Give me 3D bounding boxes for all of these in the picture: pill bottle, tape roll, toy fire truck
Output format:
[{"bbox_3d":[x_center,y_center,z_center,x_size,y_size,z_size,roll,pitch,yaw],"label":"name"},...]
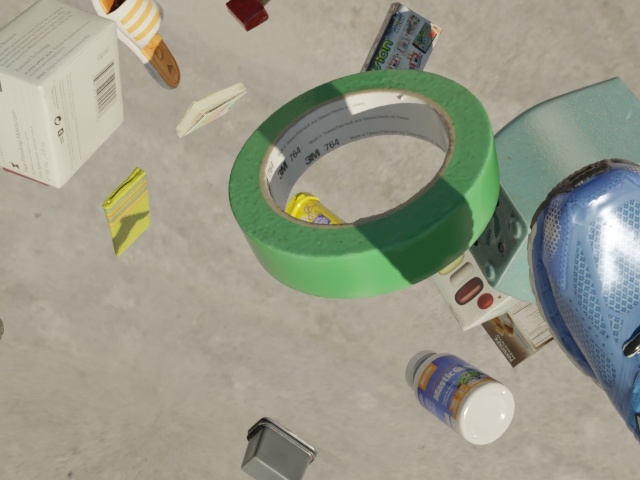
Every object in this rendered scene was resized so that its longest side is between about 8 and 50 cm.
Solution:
[{"bbox_3d":[0.315,0.356,1.752,0.152,0.272,0.152,-6,105,-25],"label":"pill bottle"},{"bbox_3d":[0.051,-0.079,0.896,0.321,0.077,0.321,-11,45,12],"label":"tape roll"},{"bbox_3d":[-0.052,-0.393,1.037,0.192,0.135,0.047,-39,76,-7],"label":"toy fire truck"}]

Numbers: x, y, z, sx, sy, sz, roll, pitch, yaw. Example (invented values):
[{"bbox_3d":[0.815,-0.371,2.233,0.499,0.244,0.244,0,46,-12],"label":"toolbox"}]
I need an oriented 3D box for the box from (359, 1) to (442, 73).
[{"bbox_3d":[0.152,-0.359,1.499,0.114,0.036,0.207,24,95,-22],"label":"box"}]

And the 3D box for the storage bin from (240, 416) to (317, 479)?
[{"bbox_3d":[-0.089,0.423,1.418,0.135,0.098,0.091,38,35,-9],"label":"storage bin"}]

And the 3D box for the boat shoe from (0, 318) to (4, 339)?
[{"bbox_3d":[-0.825,0.260,1.575,0.112,0.095,0.335,43,51,4],"label":"boat shoe"}]

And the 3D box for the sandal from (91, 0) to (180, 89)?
[{"bbox_3d":[-0.297,-0.373,1.292,0.076,0.265,0.102,-10,57,21],"label":"sandal"}]

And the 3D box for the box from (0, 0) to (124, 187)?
[{"bbox_3d":[-0.374,-0.206,1.032,0.119,0.181,0.182,20,48,9],"label":"box"}]

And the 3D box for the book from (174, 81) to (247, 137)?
[{"bbox_3d":[-0.222,-0.264,1.495,0.035,0.096,0.144,52,44,-3],"label":"book"}]

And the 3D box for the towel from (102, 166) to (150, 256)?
[{"bbox_3d":[-0.373,-0.051,1.431,0.021,0.237,0.102,38,66,7],"label":"towel"}]

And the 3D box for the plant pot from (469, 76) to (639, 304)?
[{"bbox_3d":[0.339,-0.048,1.063,0.252,0.248,0.247,-13,57,-19],"label":"plant pot"}]

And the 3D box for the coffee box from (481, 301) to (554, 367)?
[{"bbox_3d":[0.463,0.172,1.836,0.098,0.141,0.246,-27,72,-21],"label":"coffee box"}]

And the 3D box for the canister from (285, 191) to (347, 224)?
[{"bbox_3d":[0.000,0.000,1.464,0.170,0.073,0.126,39,112,31],"label":"canister"}]

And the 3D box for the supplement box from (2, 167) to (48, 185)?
[{"bbox_3d":[-0.596,-0.225,1.577,0.104,0.081,0.188,24,54,-44],"label":"supplement box"}]

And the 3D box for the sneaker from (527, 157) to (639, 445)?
[{"bbox_3d":[0.236,0.098,0.410,0.130,0.147,0.330,-33,93,7],"label":"sneaker"}]

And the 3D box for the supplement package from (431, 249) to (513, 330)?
[{"bbox_3d":[0.371,0.058,1.648,0.149,0.203,0.194,-17,67,-36],"label":"supplement package"}]
